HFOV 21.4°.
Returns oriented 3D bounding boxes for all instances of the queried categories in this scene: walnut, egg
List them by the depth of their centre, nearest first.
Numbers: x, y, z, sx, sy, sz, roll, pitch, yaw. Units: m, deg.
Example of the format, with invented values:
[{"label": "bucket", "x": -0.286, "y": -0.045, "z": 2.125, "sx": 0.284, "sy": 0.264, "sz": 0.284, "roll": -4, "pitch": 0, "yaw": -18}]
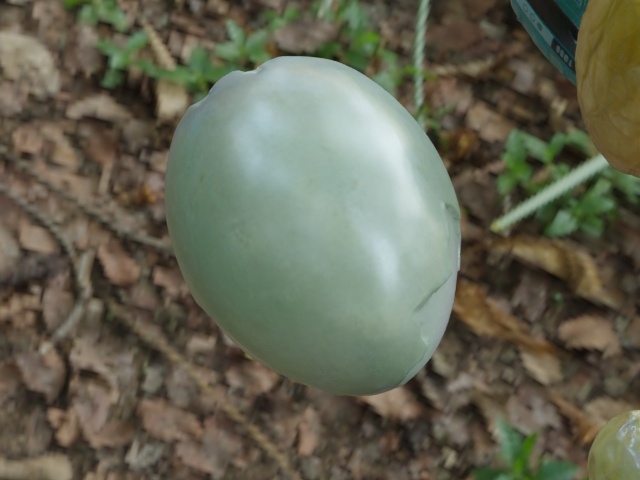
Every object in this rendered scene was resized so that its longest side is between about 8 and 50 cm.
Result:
[{"label": "egg", "x": 0.000, "y": 0.000, "z": 1.086, "sx": 0.183, "sy": 0.183, "sz": 0.217, "roll": -7, "pitch": 64, "yaw": -24}, {"label": "walnut", "x": 0.248, "y": -0.119, "z": 1.114, "sx": 0.159, "sy": 0.206, "sz": 0.159, "roll": 3, "pitch": 47, "yaw": -4}]

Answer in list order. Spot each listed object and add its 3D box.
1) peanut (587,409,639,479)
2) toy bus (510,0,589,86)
[{"label": "peanut", "x": 0.388, "y": 0.289, "z": 1.619, "sx": 0.319, "sy": 0.147, "sz": 0.147, "roll": 37, "pitch": 49, "yaw": 12}, {"label": "toy bus", "x": 0.290, "y": -0.224, "z": 1.434, "sx": 0.256, "sy": 0.147, "sz": 0.128, "roll": -17, "pitch": 59, "yaw": -30}]
